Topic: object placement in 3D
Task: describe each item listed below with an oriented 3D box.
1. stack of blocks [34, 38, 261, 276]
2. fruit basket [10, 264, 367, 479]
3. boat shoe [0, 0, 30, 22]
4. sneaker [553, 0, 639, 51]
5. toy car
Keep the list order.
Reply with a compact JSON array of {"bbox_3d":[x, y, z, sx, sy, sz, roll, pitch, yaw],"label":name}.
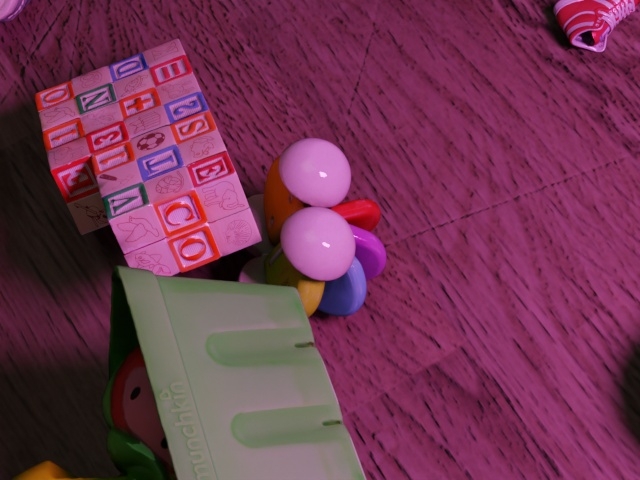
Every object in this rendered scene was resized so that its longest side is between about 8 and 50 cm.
[{"bbox_3d":[-0.183,-0.079,1.436,0.171,0.087,0.297,-22,36,-4],"label":"stack of blocks"},{"bbox_3d":[-0.160,0.239,1.215,0.392,0.283,0.392,5,53,-6],"label":"fruit basket"},{"bbox_3d":[-0.490,-0.300,1.701,0.319,0.116,0.099,0,16,19],"label":"boat shoe"},{"bbox_3d":[0.319,-0.246,1.528,0.118,0.042,0.067,-18,54,8],"label":"sneaker"},{"bbox_3d":[0.000,0.000,1.397,0.136,0.159,0.182,13,55,-24],"label":"toy car"}]
